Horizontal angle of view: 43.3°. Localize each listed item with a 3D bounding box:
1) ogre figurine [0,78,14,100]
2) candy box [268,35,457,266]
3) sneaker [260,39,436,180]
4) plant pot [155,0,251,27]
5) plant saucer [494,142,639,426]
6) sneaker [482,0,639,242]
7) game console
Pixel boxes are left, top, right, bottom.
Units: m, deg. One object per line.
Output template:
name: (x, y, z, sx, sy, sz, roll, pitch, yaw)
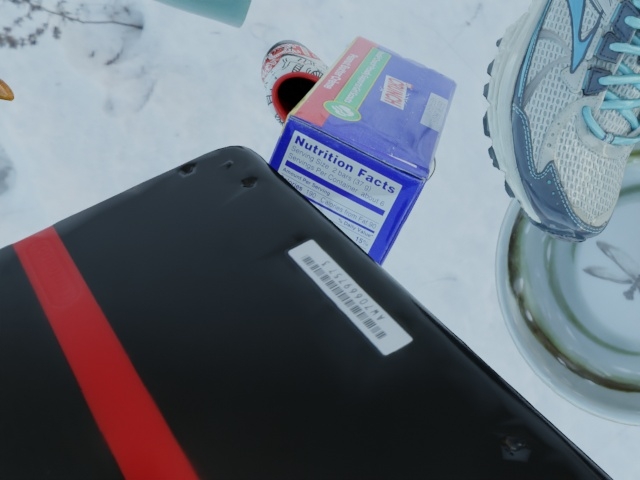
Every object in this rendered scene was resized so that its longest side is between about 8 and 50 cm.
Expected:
ogre figurine: (-0.181, -0.068, 0.284, 0.097, 0.197, 0.118, -43, 119, -9)
candy box: (0.000, 0.000, 0.752, 0.122, 0.268, 0.317, 27, 119, 2)
sneaker: (0.039, -0.130, 0.978, 0.270, 0.145, 0.090, 37, 108, -19)
plant pot: (-0.210, -0.485, 1.196, 0.235, 0.293, 0.293, 8, 98, -15)
plant saucer: (0.431, 0.043, 1.091, 0.400, 0.100, 0.400, 3, 94, 44)
sneaker: (0.193, -0.139, 0.532, 0.122, 0.110, 0.283, 0, 80, 56)
game console: (-0.100, 0.108, 0.410, 0.342, 0.060, 0.386, -27, 42, -18)
